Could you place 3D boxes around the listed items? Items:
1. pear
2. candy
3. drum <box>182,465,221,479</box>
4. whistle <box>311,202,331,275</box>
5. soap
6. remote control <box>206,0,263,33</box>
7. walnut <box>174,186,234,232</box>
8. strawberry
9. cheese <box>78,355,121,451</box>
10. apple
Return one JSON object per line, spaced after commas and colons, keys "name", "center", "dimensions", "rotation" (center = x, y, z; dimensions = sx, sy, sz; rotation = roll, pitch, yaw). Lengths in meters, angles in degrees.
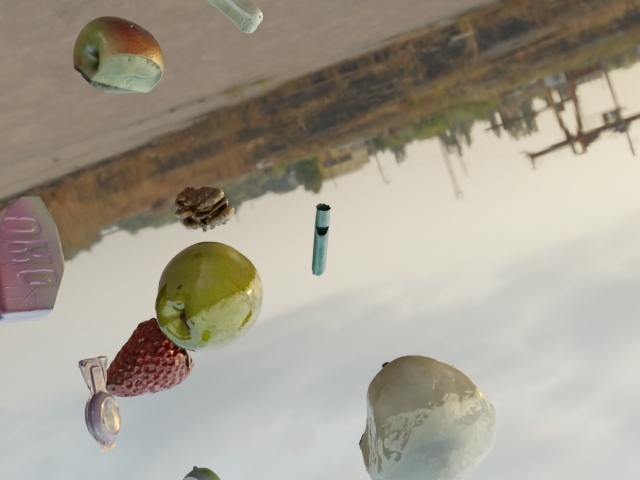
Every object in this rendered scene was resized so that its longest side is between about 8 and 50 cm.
{"name": "pear", "center": [-0.278, 0.142, 2.177], "dimensions": [0.294, 0.294, 0.294], "rotation": [-19, -174, 2]}
{"name": "candy", "center": [0.309, 0.519, 2.364], "dimensions": [0.426, 0.386, 0.186], "rotation": [11, -176, -29]}
{"name": "drum", "center": [-0.328, 0.593, 2.070], "dimensions": [0.253, 0.130, 0.049], "rotation": [-2, -166, 39]}
{"name": "whistle", "center": [0.000, 0.000, 2.068], "dimensions": [0.039, 0.186, 0.039], "rotation": [4, -148, -2]}
{"name": "soap", "center": [-0.778, 0.048, 2.256], "dimensions": [0.192, 0.324, 0.109], "rotation": [-1, 158, -40]}
{"name": "remote control", "center": [-0.160, -0.431, 1.566], "dimensions": [0.032, 0.122, 0.074], "rotation": [-54, -168, -21]}
{"name": "walnut", "center": [-0.328, -0.083, 2.380], "dimensions": [0.170, 0.143, 0.069], "rotation": [-17, -148, 29]}
{"name": "strawberry", "center": [-0.475, 0.330, 2.318], "dimensions": [0.244, 0.205, 0.205], "rotation": [-31, -172, -13]}
{"name": "cheese", "center": [-0.445, 0.331, 1.743], "dimensions": [0.042, 0.191, 0.105], "rotation": [-16, 175, 19]}
{"name": "apple", "center": [-0.478, -0.442, 2.054], "dimensions": [0.207, 0.174, 0.188], "rotation": [-4, -175, 43]}
